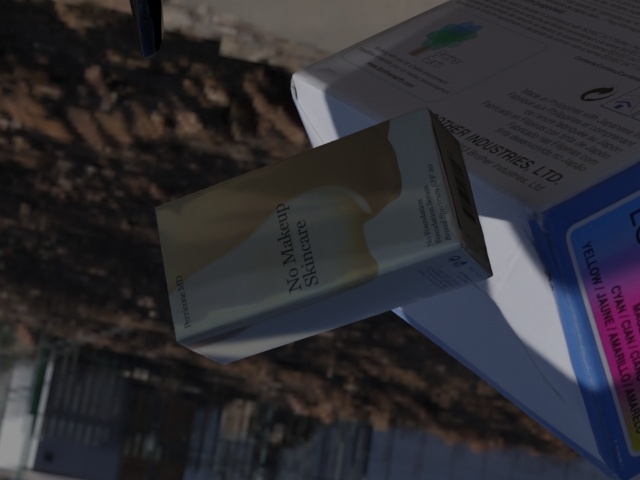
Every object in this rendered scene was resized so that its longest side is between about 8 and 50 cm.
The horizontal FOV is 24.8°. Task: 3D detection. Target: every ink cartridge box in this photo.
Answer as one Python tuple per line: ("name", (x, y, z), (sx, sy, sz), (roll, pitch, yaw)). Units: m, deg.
("ink cartridge box", (0.224, -0.076, 0.751), (0.270, 0.395, 0.151), (38, 153, 60))

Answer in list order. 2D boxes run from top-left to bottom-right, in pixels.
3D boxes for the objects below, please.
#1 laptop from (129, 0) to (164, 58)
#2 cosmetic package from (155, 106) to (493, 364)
("laptop", (-0.148, -0.216, 0.489), (0.137, 0.264, 0.234), (-12, 162, -7))
("cosmetic package", (0.000, 0.000, 0.543), (0.115, 0.060, 0.041), (-21, 156, 17))
